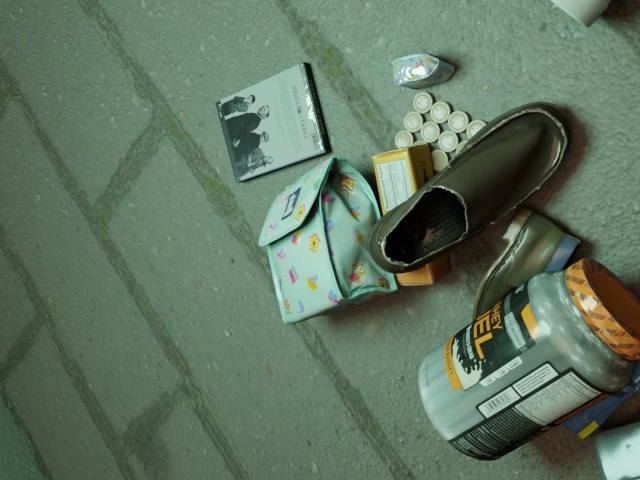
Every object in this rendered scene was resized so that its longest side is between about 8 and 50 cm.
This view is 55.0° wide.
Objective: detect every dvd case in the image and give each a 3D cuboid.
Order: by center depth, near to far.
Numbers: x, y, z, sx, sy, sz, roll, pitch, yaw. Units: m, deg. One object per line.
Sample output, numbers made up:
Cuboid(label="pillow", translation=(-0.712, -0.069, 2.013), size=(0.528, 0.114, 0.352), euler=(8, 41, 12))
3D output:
Cuboid(label="dvd case", translation=(-0.101, -0.231, 1.240), size=(0.238, 0.029, 0.179), euler=(-13, 91, 35))

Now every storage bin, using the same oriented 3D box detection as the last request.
Cuboid(label="storage bin", translation=(0.482, 0.324, 0.922), size=(0.135, 0.098, 0.091), euler=(-30, 54, 35))

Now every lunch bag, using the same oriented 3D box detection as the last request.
Cuboid(label="lunch bag", translation=(0.172, -0.284, 1.020), size=(0.083, 0.071, 0.053), euler=(-2, 94, 37))
Cuboid(label="lunch bag", translation=(0.000, 0.000, 1.122), size=(0.223, 0.160, 0.262), euler=(-30, 72, 55))

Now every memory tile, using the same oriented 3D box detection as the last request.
Cuboid(label="memory tile", translation=(0.205, -0.178, 1.054), size=(0.148, 0.012, 0.113), euler=(35, 116, 23))

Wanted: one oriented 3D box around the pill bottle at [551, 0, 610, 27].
Cuboid(label="pill bottle", translation=(0.401, -0.434, 0.777), size=(0.169, 0.169, 0.301), euler=(48, 120, 17))

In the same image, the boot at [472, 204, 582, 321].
Cuboid(label="boot", translation=(0.322, 0.064, 0.978), size=(0.106, 0.082, 0.219), euler=(29, 112, 30))

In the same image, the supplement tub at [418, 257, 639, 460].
Cuboid(label="supplement tub", translation=(0.314, 0.177, 0.915), size=(0.316, 0.193, 0.193), euler=(-45, 73, 31))

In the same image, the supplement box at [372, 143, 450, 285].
Cuboid(label="supplement box", translation=(0.158, -0.044, 1.063), size=(0.080, 0.078, 0.233), euler=(-3, 101, 37))

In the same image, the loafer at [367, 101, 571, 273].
Cuboid(label="loafer", translation=(0.230, -0.063, 0.934), size=(0.366, 0.130, 0.134), euler=(-42, 92, 11))

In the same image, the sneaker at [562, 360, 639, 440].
Cuboid(label="sneaker", translation=(0.434, 0.213, 0.938), size=(0.082, 0.069, 0.209), euler=(45, 120, 23))
